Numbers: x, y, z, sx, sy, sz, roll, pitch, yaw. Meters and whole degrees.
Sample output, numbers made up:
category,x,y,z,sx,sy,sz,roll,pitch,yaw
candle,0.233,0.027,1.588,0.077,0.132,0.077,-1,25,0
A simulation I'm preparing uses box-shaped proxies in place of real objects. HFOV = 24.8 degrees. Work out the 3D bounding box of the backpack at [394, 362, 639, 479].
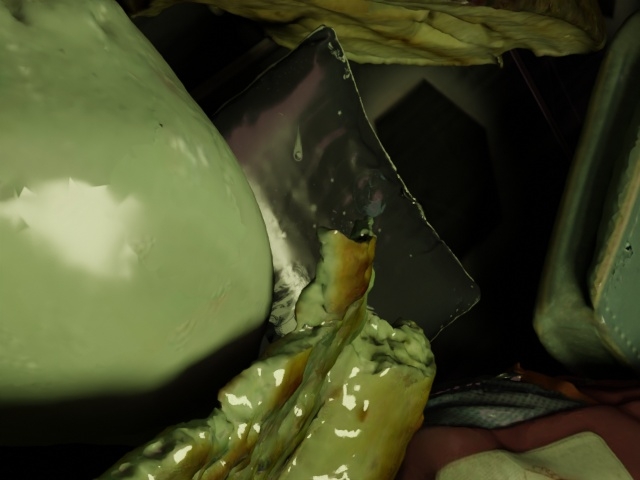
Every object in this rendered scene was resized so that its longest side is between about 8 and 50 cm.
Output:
category,x,y,z,sx,sy,sz,roll,pitch,yaw
backpack,0.178,0.202,0.850,0.317,0.197,0.283,-10,82,-34

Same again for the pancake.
category,x,y,z,sx,sy,sz,roll,pitch,yaw
pancake,-0.079,0.176,0.584,0.067,0.305,0.427,33,50,24

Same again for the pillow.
category,x,y,z,sx,sy,sz,roll,pitch,yaw
pillow,0.000,0.000,0.823,0.141,0.055,0.208,-40,118,-15

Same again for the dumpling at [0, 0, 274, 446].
category,x,y,z,sx,sy,sz,roll,pitch,yaw
dumpling,-0.159,-0.019,0.604,0.270,0.321,0.212,35,66,20

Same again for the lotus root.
category,x,y,z,sx,sy,sz,roll,pitch,yaw
lotus root,0.042,-0.185,0.871,0.314,0.210,0.142,0,89,-57

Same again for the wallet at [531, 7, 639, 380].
category,x,y,z,sx,sy,sz,roll,pitch,yaw
wallet,0.256,0.031,1.016,0.360,0.083,0.252,44,61,-47
